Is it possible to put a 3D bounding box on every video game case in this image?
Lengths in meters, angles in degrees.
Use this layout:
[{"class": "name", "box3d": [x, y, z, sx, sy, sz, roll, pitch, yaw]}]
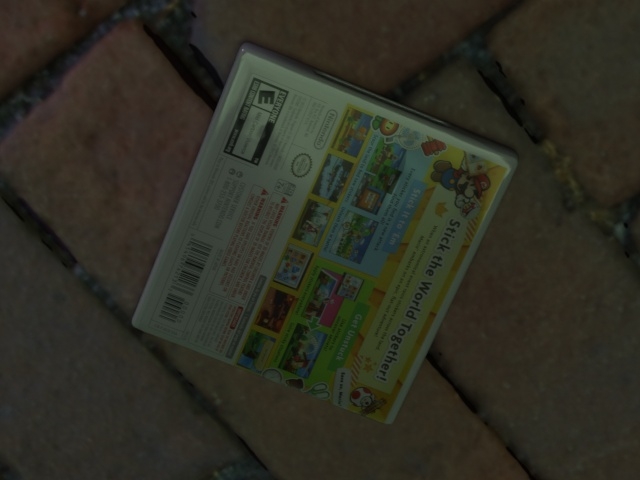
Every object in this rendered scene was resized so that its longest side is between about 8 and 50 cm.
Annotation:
[{"class": "video game case", "box3d": [0.000, 0.000, 1.101, 0.206, 0.026, 0.227, 22, 111, -6]}]
